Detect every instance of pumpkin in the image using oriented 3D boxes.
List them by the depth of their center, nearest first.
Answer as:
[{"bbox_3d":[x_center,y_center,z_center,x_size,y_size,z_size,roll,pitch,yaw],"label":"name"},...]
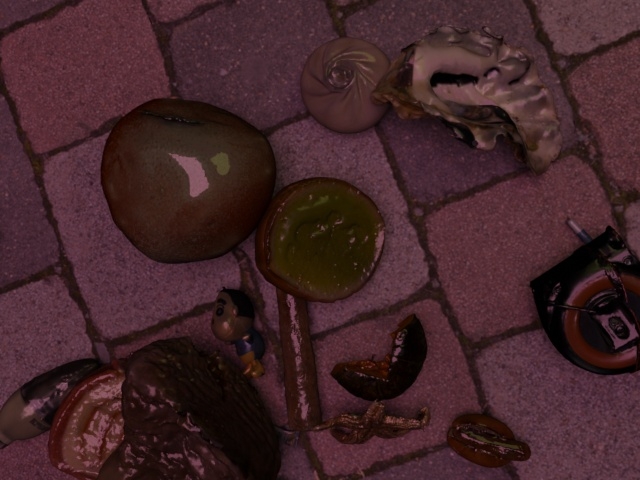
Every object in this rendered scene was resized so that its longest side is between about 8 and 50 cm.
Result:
[{"bbox_3d":[0.120,0.220,1.194,0.183,0.119,0.108,-38,83,12],"label":"pumpkin"}]

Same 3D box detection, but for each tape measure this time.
[{"bbox_3d":[0.473,0.115,1.135,0.202,0.135,0.223,-37,91,11],"label":"tape measure"}]

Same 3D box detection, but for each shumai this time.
[{"bbox_3d":[-0.251,0.356,1.188,0.283,0.217,0.346,-40,113,20],"label":"shumai"}]

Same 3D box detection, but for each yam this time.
[{"bbox_3d":[-0.041,0.199,1.242,0.066,0.066,0.300,-6,89,8],"label":"yam"}]

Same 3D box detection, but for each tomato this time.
[{"bbox_3d":[-0.237,-0.110,1.182,0.303,0.239,0.304,0,92,10],"label":"tomato"}]

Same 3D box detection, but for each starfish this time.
[{"bbox_3d":[0.089,0.330,1.199,0.209,0.053,0.150,3,133,-12],"label":"starfish"}]

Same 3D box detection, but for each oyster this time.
[{"bbox_3d":[0.258,-0.239,1.157,0.351,0.115,0.238,4,68,-11],"label":"oyster"}]

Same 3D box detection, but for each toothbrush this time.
[{"bbox_3d":[0.531,0.062,1.188,0.275,0.019,0.025,45,103,5],"label":"toothbrush"}]

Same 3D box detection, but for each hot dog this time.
[{"bbox_3d":[0.295,0.358,1.198,0.140,0.060,0.090,24,97,4],"label":"hot dog"}]

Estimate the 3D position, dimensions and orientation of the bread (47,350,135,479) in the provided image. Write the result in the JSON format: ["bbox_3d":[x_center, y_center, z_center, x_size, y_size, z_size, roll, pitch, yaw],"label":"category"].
[{"bbox_3d":[-0.385,0.330,1.248,0.190,0.123,0.244,17,90,-8],"label":"bread"}]

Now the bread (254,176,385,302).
[{"bbox_3d":[0.000,0.000,1.188,0.236,0.070,0.236,-3,98,-20],"label":"bread"}]

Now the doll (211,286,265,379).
[{"bbox_3d":[-0.154,0.170,1.252,0.088,0.102,0.179,-12,82,-35],"label":"doll"}]

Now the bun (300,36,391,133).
[{"bbox_3d":[0.046,-0.278,1.206,0.172,0.120,0.173,0,91,10],"label":"bun"}]

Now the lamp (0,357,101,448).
[{"bbox_3d":[-0.529,0.308,1.294,0.250,0.101,0.101,-39,85,-6],"label":"lamp"}]

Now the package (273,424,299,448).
[{"bbox_3d":[-0.093,0.357,1.273,0.110,0.015,0.037,16,97,9],"label":"package"}]
